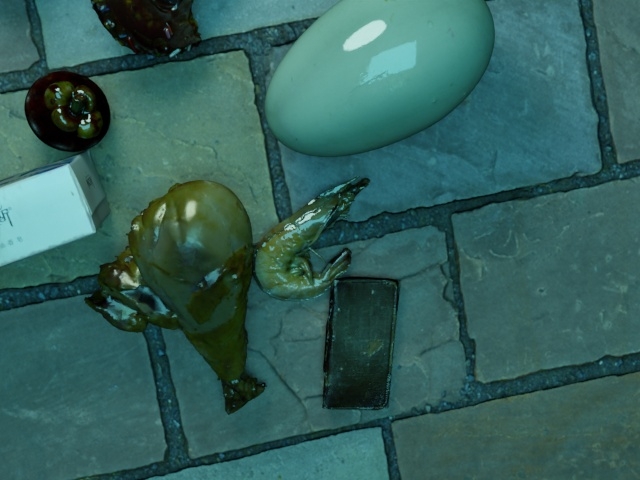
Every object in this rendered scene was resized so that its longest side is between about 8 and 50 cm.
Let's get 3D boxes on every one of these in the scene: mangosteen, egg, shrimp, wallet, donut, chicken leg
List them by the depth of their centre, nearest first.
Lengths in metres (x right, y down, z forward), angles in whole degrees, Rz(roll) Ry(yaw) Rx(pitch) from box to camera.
[{"bbox_3d":[-0.250,-0.391,1.437,0.216,0.096,0.230,-1,114,-36],"label":"donut"},{"bbox_3d":[0.085,-0.257,1.452,0.370,0.230,0.230,-29,101,4],"label":"egg"},{"bbox_3d":[-0.378,-0.196,1.465,0.140,0.140,0.140,-1,100,-5],"label":"mangosteen"},{"bbox_3d":[-0.217,0.105,1.542,0.295,0.182,0.410,-14,117,6],"label":"chicken leg"},{"bbox_3d":[-0.001,-0.001,1.585,0.251,0.052,0.143,-42,113,8],"label":"shrimp"},{"bbox_3d":[0.065,0.172,1.625,0.121,0.031,0.232,2,102,-12],"label":"wallet"}]

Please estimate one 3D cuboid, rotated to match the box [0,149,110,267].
[{"bbox_3d":[-0.467,-0.032,1.450,0.274,0.203,0.116,-20,101,-1],"label":"box"}]
